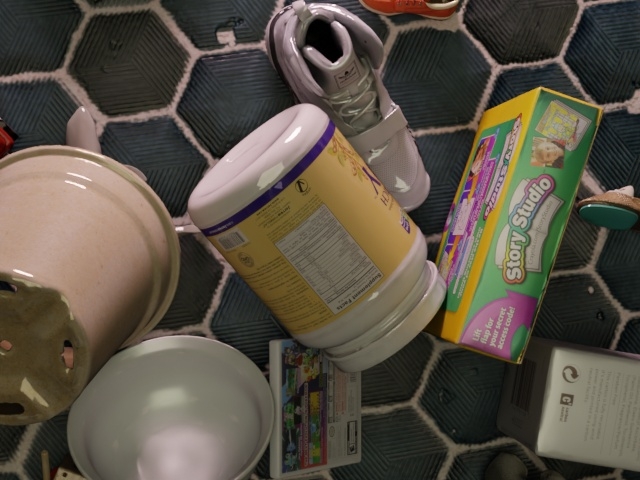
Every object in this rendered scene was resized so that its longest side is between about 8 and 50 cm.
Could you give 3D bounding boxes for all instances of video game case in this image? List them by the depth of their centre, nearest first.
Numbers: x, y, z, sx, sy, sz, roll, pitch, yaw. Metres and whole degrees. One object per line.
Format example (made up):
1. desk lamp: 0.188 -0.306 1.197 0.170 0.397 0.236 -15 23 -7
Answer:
1. video game case: -0.006 0.243 1.818 0.183 0.023 0.201 0 91 -47

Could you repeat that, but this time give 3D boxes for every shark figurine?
1. shark figurine: -0.291 -0.055 1.795 0.278 0.116 0.166 35 88 -4

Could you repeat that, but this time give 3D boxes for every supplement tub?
1. supplement tub: 0.000 0.000 1.718 0.241 0.241 0.331 -42 106 -5

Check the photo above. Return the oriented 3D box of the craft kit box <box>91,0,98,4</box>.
1. craft kit box: -0.314 -0.526 1.819 0.250 0.061 0.247 -36 96 -5

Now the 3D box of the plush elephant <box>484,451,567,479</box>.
1. plush elephant: 0.380 0.497 1.810 0.255 0.330 0.272 26 80 -24

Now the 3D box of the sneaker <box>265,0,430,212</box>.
1. sneaker: 0.047 -0.196 1.781 0.137 0.210 0.366 -34 94 -5

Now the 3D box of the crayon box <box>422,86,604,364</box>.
1. crayon box: 0.263 -0.019 1.755 0.106 0.313 0.363 18 88 -6

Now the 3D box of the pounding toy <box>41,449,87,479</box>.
1. pounding toy: -0.376 0.371 1.770 0.100 0.141 0.130 23 88 -6

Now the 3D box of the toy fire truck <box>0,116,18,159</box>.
1. toy fire truck: -0.531 -0.197 1.697 0.158 0.246 0.217 -45 95 -4

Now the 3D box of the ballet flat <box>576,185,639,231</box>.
1. ballet flat: 0.501 -0.047 1.916 0.206 0.073 0.067 15 61 -9

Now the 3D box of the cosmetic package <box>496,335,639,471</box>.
1. cosmetic package: 0.519 0.261 1.830 0.453 0.230 0.162 10 90 -6

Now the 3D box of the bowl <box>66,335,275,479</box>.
1. bowl: -0.209 0.292 1.763 0.297 0.298 0.134 -10 135 -6

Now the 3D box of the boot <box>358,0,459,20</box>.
1. boot: 0.136 -0.375 1.856 0.158 0.084 0.059 5 91 -5

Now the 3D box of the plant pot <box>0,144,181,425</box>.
1. plant pot: -0.378 0.079 1.631 0.333 0.305 0.334 2 114 4
